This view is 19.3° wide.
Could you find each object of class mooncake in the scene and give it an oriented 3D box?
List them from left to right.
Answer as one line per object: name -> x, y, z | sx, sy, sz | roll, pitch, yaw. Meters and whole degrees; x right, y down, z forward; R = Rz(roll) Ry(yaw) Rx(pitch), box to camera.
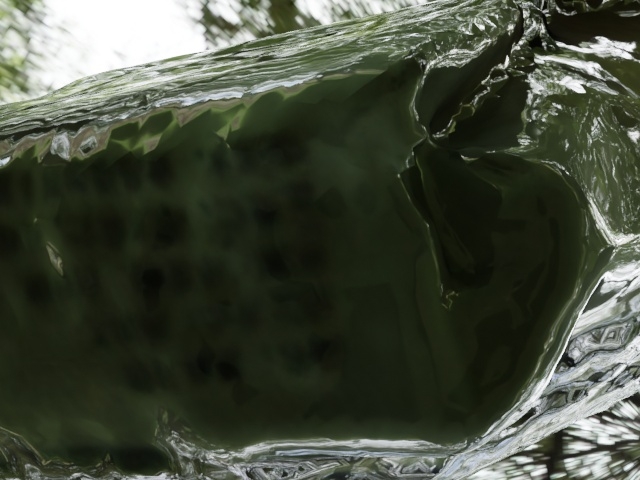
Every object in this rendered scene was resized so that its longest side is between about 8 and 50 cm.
mooncake -> 0.000, 0.005, 0.547 | 0.254, 0.250, 0.136 | -8, -84, 33
